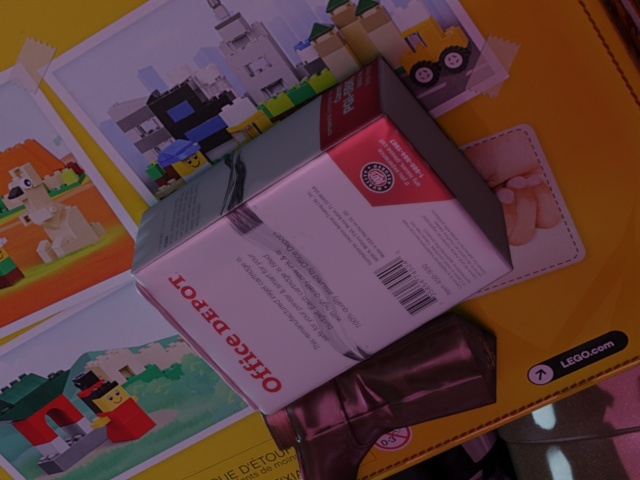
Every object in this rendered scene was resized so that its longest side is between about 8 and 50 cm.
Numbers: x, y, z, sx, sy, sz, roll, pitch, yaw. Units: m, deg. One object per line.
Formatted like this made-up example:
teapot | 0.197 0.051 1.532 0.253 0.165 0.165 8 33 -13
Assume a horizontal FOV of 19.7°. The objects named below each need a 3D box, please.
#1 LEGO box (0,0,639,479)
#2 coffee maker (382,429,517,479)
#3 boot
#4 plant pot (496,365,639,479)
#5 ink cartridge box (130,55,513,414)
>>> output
LEGO box | -0.088 -0.047 0.922 0.500 0.193 0.372 -26 120 16
coffee maker | 0.062 0.179 1.093 0.171 0.120 0.178 -44 106 -21
boot | 0.041 0.090 0.881 0.114 0.037 0.106 -23 124 9
plant pot | 0.180 0.133 1.012 0.167 0.167 0.165 -12 89 9
ink cartridge box | 0.000 0.000 0.803 0.135 0.056 0.099 -31 118 19
